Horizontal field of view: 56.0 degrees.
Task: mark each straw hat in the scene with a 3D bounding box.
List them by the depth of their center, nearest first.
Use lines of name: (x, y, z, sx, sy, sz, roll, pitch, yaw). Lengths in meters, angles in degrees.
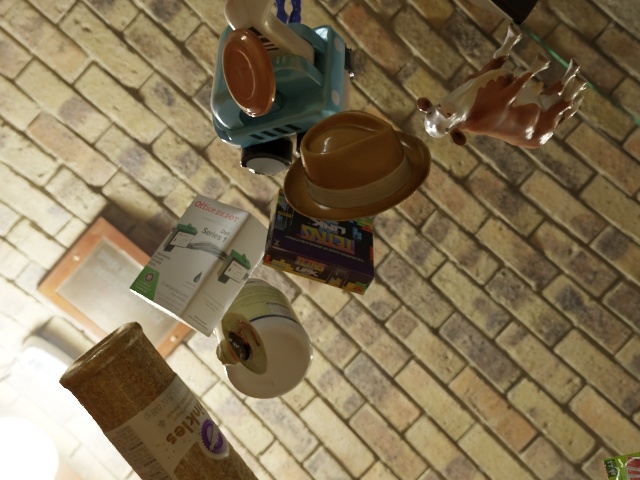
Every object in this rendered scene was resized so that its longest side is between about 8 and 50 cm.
straw hat: (-0.162, 0.204, 1.126, 0.144, 0.061, 0.144, 52, -166, -18)

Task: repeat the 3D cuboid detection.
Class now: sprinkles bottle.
sprinkles bottle: (-0.184, 0.278, 0.791, 0.355, 0.121, 0.121, 54, -179, -9)

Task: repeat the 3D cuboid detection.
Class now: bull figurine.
bull figurine: (0.302, -0.229, 0.974, 0.310, 0.188, 0.101, 3, -129, -41)

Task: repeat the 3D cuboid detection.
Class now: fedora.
fedora: (0.038, -0.107, 0.751, 0.194, 0.194, 0.079, 46, 163, 45)

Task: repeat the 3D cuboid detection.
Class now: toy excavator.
toy excavator: (-0.080, -0.309, 1.020, 0.432, 0.223, 0.445, -8, 161, 34)

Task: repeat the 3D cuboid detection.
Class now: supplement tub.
supplement tub: (-0.171, 0.259, 1.674, 0.235, 0.235, 0.325, 42, -176, -27)

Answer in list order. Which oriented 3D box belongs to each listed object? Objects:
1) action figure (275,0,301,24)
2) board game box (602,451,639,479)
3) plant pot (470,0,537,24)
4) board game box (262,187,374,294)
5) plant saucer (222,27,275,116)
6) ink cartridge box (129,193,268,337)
action figure: (-0.063, -0.468, 1.354, 0.091, 0.281, 0.139, -3, -155, -27)
board game box: (0.367, 0.310, 0.619, 0.043, 0.092, 0.181, 48, -149, -31)
plant pot: (0.251, -0.460, 0.890, 0.166, 0.188, 0.188, 19, -155, -23)
board game box: (0.000, 0.000, 0.958, 0.170, 0.048, 0.141, 17, -140, -13)
plant saucer: (-0.072, -0.161, 0.582, 0.083, 0.013, 0.084, 35, 137, 39)
ink cartridge box: (-0.211, 0.039, 1.084, 0.160, 0.220, 0.093, 19, 160, 38)
